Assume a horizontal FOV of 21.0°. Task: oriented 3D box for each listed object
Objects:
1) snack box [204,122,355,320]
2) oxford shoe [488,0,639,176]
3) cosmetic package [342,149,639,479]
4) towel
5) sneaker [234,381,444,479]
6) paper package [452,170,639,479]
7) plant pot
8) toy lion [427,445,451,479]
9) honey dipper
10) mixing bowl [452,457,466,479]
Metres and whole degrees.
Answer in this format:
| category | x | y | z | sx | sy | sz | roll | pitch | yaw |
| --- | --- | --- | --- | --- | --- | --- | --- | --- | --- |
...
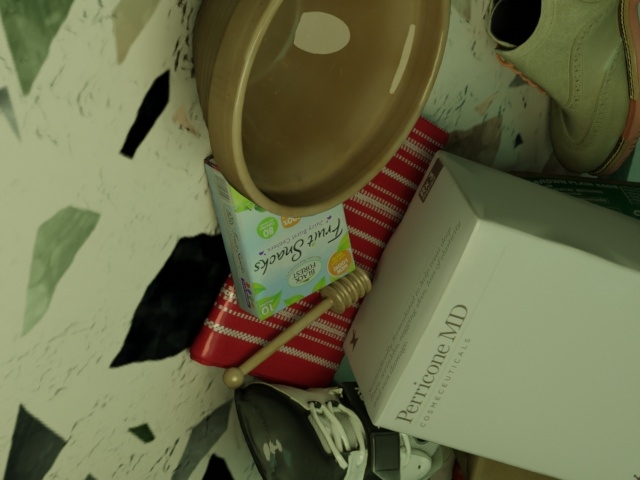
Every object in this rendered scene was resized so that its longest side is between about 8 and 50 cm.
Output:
| category | x | y | z | sx | sy | sz | roll | pitch | yaw |
| --- | --- | --- | --- | --- | --- | --- | --- | --- | --- |
| snack box | -0.031 | -0.019 | 1.392 | 0.100 | 0.037 | 0.141 | -27 | 124 | -25 |
| oxford shoe | 0.220 | -0.193 | 1.592 | 0.147 | 0.140 | 0.397 | -17 | 142 | -6 |
| cosmetic package | 0.239 | 0.091 | 1.520 | 0.385 | 0.156 | 0.217 | 15 | 112 | -20 |
| towel | 0.000 | 0.000 | 1.496 | 0.199 | 0.031 | 0.275 | 22 | 95 | -55 |
| sneaker | 0.026 | 0.172 | 1.523 | 0.146 | 0.122 | 0.330 | -25 | 162 | 10 |
| paper package | 0.305 | 0.103 | 1.726 | 0.325 | 0.168 | 0.309 | 4 | 116 | -13 |
| plant pot | -0.018 | -0.145 | 1.283 | 0.237 | 0.110 | 0.237 | -34 | 139 | -36 |
| toy lion | 0.086 | 0.259 | 1.820 | 0.096 | 0.034 | 0.100 | -10 | 123 | -41 |
| honey dipper | -0.023 | 0.075 | 1.470 | 0.161 | 0.030 | 0.030 | -36 | 141 | -26 |
| mixing bowl | 0.211 | 0.250 | 1.886 | 0.181 | 0.098 | 0.181 | -38 | -176 | 3 |
